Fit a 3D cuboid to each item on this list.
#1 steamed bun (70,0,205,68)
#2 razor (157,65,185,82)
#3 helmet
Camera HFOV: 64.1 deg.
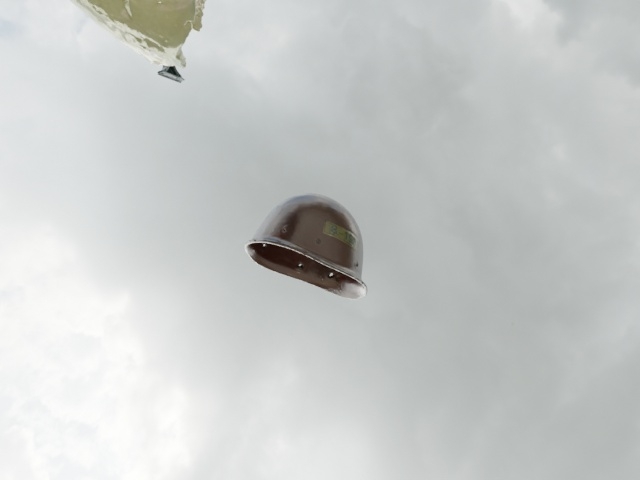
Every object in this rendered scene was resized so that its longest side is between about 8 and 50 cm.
[{"bbox_3d":[-0.180,-0.315,0.537,0.170,0.200,0.226,-27,-108,16],"label":"steamed bun"},{"bbox_3d":[-0.199,-0.335,0.771,0.033,0.066,0.190,31,-76,10],"label":"razor"},{"bbox_3d":[0.000,0.000,0.671,0.175,0.155,0.106,32,-110,-22],"label":"helmet"}]
